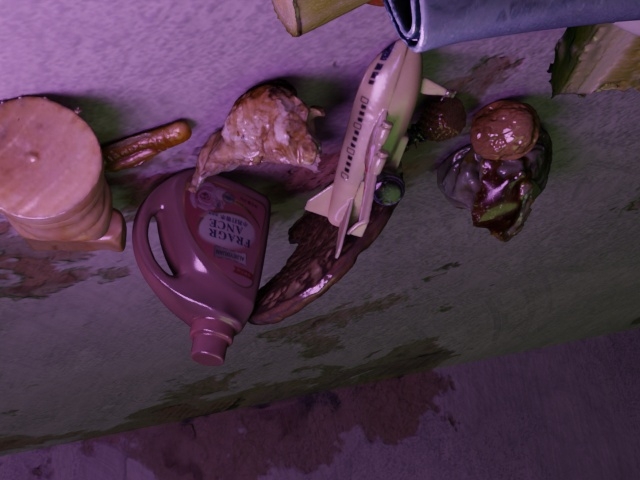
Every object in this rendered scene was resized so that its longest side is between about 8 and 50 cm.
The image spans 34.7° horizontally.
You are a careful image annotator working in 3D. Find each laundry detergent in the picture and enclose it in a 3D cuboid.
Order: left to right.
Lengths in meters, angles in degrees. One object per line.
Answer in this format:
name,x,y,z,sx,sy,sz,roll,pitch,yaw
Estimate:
laundry detergent,-0.155,0.028,1.262,0.171,0.237,0.076,23,147,-21

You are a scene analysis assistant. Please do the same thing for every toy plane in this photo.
toy plane,0.062,-0.111,1.176,0.104,0.242,0.256,25,119,-14

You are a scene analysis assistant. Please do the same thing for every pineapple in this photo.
pineapple,0.130,-0.146,1.316,0.058,0.058,0.124,-2,171,-39

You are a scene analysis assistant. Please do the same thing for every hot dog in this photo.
hot dog,-0.208,-0.103,1.168,0.137,0.028,0.044,-20,169,8

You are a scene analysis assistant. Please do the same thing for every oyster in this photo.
oyster,-0.065,-0.116,1.170,0.162,0.107,0.233,-20,-178,-21

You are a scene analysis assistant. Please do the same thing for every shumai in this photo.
shumai,0.275,-0.076,1.485,0.184,0.141,0.184,-12,161,-4

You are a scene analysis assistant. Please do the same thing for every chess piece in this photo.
chess piece,-0.292,-0.043,1.131,0.137,0.137,0.301,-13,166,-10

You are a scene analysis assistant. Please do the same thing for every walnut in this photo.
walnut,0.242,-0.144,1.353,0.096,0.082,0.079,-20,-167,34

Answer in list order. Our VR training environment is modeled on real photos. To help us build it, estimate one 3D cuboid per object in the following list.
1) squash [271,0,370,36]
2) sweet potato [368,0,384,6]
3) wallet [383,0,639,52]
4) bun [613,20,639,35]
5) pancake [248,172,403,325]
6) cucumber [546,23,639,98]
squash,0.062,-0.251,0.864,0.224,0.094,0.094,-21,162,-2
sweet potato,0.070,-0.244,0.937,0.202,0.058,0.055,-19,-177,5
wallet,0.140,-0.266,0.604,0.251,0.290,0.054,-10,-171,-23
bun,0.313,-0.287,0.758,0.293,0.293,0.187,-19,128,8
pancake,0.000,0.000,1.336,0.286,0.033,0.288,-43,-164,11
cucumber,0.329,-0.259,1.042,0.145,0.105,0.325,-7,163,-8
